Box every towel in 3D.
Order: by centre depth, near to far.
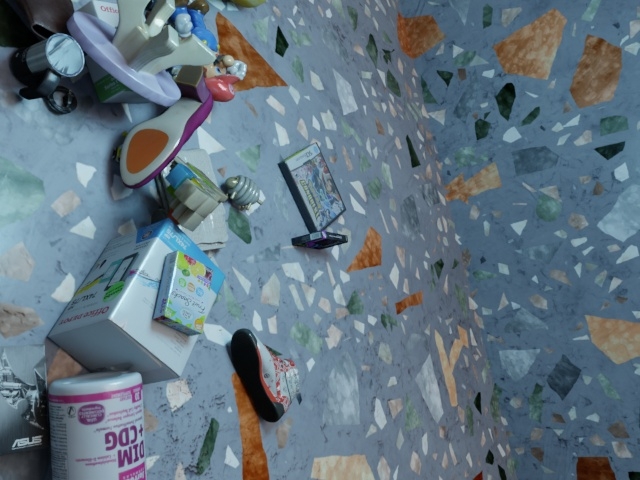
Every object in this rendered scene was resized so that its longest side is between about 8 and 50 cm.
[{"bbox_3d":[-0.332,-0.106,1.530,0.187,0.049,0.282,-11,84,-59],"label":"towel"}]

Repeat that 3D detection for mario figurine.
[{"bbox_3d":[-0.303,-0.541,1.656,0.198,0.170,0.320,-19,84,-25],"label":"mario figurine"}]

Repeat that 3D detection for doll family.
[{"bbox_3d":[-0.404,-0.497,1.513,0.076,0.193,0.111,-21,53,-39],"label":"doll family"}]

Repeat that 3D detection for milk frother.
[{"bbox_3d":[-0.540,-0.341,1.234,0.143,0.135,0.129,6,85,-54],"label":"milk frother"}]

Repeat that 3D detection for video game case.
[{"bbox_3d":[-0.021,-0.182,2.055,0.248,0.035,0.274,-43,112,-56],"label":"video game case"}]

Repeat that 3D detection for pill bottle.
[{"bbox_3d":[-0.399,0.388,1.073,0.160,0.160,0.283,1,84,-57],"label":"pill bottle"}]

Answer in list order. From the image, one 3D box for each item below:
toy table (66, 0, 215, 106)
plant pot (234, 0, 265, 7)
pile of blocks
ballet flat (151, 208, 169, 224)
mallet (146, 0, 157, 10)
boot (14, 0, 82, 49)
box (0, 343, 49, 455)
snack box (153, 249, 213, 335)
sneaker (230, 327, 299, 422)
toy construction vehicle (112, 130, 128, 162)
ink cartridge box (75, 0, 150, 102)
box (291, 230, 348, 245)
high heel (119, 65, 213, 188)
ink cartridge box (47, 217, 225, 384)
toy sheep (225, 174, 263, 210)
[{"bbox_3d":[-0.375,-0.430,1.280,0.274,0.161,0.252,29,30,-49],"label":"toy table"},{"bbox_3d":[-0.257,-0.851,1.833,0.239,0.254,0.253,14,63,-72],"label":"plant pot"},{"bbox_3d":[-0.311,-0.100,1.341,0.149,0.112,0.362,43,2,-9],"label":"pile of blocks"},{"bbox_3d":[-0.339,0.042,1.413,0.058,0.084,0.249,-26,103,-42],"label":"ballet flat"},{"bbox_3d":[-0.425,-0.576,1.625,0.062,0.039,0.189,-41,115,-58],"label":"mallet"},{"bbox_3d":[-0.604,-0.515,1.217,0.248,0.090,0.206,28,32,-58],"label":"boot"},{"bbox_3d":[-0.571,0.268,0.978,0.231,0.056,0.183,12,66,-55],"label":"box"},{"bbox_3d":[-0.266,0.104,1.166,0.100,0.037,0.141,36,47,-42],"label":"snack box"},{"bbox_3d":[-0.142,0.331,1.580,0.145,0.090,0.270,-39,112,-57],"label":"sneaker"},{"bbox_3d":[-0.445,-0.200,1.411,0.086,0.035,0.098,35,48,-45],"label":"toy construction vehicle"},{"bbox_3d":[-0.477,-0.448,1.424,0.160,0.093,0.219,-24,97,-59],"label":"ink cartridge box"},{"bbox_3d":[0.000,0.000,1.925,0.162,0.116,0.029,7,71,-55],"label":"box"},{"bbox_3d":[-0.362,-0.247,1.459,0.181,0.127,0.377,95,19,-62],"label":"high heel"},{"bbox_3d":[-0.366,0.133,1.223,0.197,0.198,0.270,51,37,-31],"label":"ink cartridge box"},{"bbox_3d":[-0.217,-0.136,1.688,0.132,0.091,0.091,37,46,-36],"label":"toy sheep"}]
